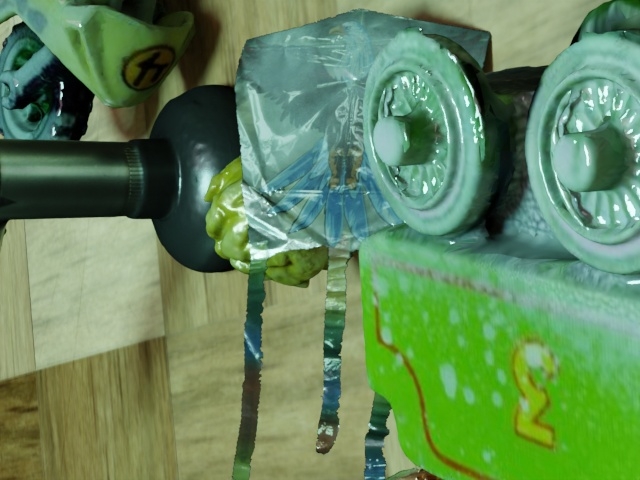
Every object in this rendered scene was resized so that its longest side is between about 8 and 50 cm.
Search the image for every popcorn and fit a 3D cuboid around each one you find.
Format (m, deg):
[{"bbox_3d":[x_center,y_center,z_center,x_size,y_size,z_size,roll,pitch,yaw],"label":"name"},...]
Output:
[{"bbox_3d":[-0.018,-0.027,0.959,0.106,0.121,0.116,119,145,-41],"label":"popcorn"}]

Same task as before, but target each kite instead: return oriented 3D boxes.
[{"bbox_3d":[0.001,0.001,0.881,0.169,0.015,0.309,7,77,23],"label":"kite"}]

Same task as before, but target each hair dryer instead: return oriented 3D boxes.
[{"bbox_3d":[-0.232,0.004,1.158,0.284,0.320,0.155,114,141,-50],"label":"hair dryer"}]

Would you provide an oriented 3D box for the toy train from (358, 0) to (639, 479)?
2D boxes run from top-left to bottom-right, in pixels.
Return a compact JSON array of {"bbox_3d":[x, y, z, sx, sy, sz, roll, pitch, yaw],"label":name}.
[{"bbox_3d":[0.145,0.013,0.666,0.307,0.173,0.248,15,113,57],"label":"toy train"}]

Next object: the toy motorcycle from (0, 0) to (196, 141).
[{"bbox_3d":[-0.214,-0.275,1.207,0.237,0.169,0.410,-1,94,41],"label":"toy motorcycle"}]

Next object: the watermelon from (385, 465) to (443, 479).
[{"bbox_3d":[0.100,0.138,0.828,0.163,0.087,0.069,-20,44,59],"label":"watermelon"}]
